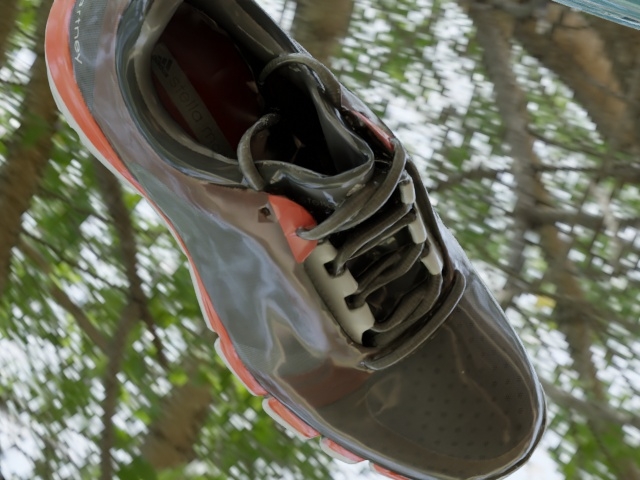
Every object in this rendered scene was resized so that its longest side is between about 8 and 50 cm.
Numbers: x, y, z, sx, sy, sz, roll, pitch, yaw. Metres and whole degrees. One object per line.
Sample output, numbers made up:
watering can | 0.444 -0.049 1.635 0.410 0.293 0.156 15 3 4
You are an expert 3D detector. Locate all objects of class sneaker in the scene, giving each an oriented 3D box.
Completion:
sneaker | 0.000 0.000 0.440 0.158 0.065 0.061 46 -107 -15

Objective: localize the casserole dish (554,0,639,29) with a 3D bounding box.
casserole dish | 0.085 -0.122 0.800 0.188 0.114 0.037 17 -83 -13
